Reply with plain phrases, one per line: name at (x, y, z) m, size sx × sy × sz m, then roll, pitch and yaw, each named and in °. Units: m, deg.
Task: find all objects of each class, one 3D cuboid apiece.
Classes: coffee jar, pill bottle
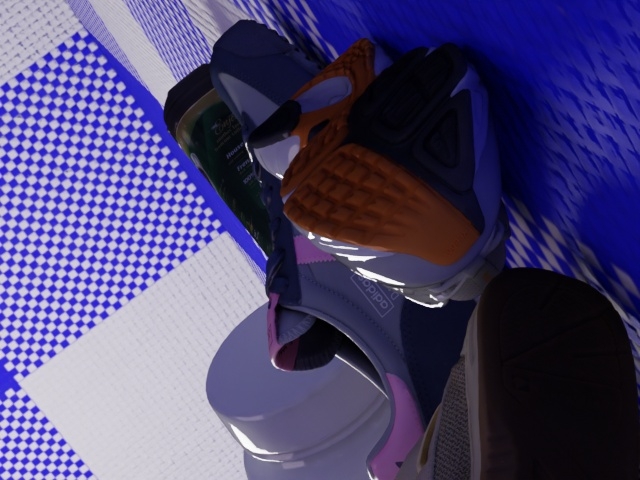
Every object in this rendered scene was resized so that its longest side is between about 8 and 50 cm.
coffee jar at (-0.049, -0.057, 1.275) m, size 0.184 × 0.079 × 0.096 m, roll 50°, pitch 177°, yaw 28°
pill bottle at (0.055, 0.223, 1.493) m, size 0.361 × 0.204 × 0.204 m, roll 56°, pitch 174°, yaw -29°

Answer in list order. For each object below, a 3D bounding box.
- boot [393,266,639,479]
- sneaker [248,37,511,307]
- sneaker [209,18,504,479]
boot at (0.065, 0.168, 0.694) m, size 0.203 × 0.095 × 0.262 m, roll 113°, pitch 167°, yaw -49°
sneaker at (0.049, -0.017, 0.704) m, size 0.121 × 0.099 × 0.262 m, roll 47°, pitch -176°, yaw -14°
sneaker at (0.000, 0.000, 0.934) m, size 0.319 × 0.131 × 0.112 m, roll 51°, pitch 174°, yaw 31°
